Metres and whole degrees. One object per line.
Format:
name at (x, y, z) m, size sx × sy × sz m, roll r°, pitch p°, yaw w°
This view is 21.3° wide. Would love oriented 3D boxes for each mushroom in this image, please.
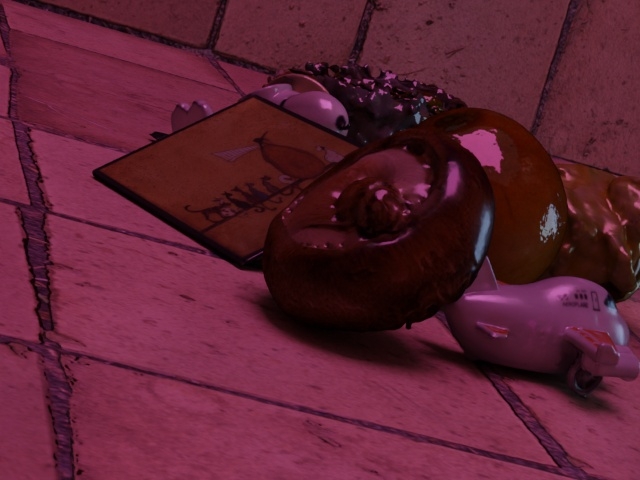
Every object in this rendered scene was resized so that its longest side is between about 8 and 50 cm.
mushroom at (0.057, -0.004, 1.717) m, size 0.153 × 0.253 × 0.253 m, roll 62°, pitch -9°, yaw -24°

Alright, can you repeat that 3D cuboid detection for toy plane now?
toy plane at (0.231, 0.083, 1.801) m, size 0.245 × 0.117 × 0.244 m, roll 16°, pitch 10°, yaw -3°

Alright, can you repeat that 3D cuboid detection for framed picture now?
framed picture at (-0.084, -0.080, 2.036) m, size 0.255 × 0.014 × 0.339 m, roll -27°, pitch 34°, yaw -26°

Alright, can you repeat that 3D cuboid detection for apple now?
apple at (0.179, -0.040, 2.039) m, size 0.207 × 0.237 × 0.237 m, roll -10°, pitch 27°, yaw -42°

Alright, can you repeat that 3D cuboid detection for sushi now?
sushi at (0.093, -0.181, 2.750) m, size 0.417 × 0.176 × 0.417 m, roll 17°, pitch 11°, yaw -3°

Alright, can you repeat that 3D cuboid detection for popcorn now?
popcorn at (0.322, -0.004, 2.227) m, size 0.255 × 0.195 × 0.256 m, roll 13°, pitch 6°, yaw 36°

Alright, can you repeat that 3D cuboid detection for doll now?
doll at (-0.094, -0.170, 2.419) m, size 0.271 × 0.144 × 0.208 m, roll -7°, pitch 5°, yaw -25°

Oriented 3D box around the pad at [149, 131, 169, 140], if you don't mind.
pad at (-0.118, -0.112, 2.488) m, size 0.233 × 0.022 × 0.174 m, roll 10°, pitch 14°, yaw -28°
